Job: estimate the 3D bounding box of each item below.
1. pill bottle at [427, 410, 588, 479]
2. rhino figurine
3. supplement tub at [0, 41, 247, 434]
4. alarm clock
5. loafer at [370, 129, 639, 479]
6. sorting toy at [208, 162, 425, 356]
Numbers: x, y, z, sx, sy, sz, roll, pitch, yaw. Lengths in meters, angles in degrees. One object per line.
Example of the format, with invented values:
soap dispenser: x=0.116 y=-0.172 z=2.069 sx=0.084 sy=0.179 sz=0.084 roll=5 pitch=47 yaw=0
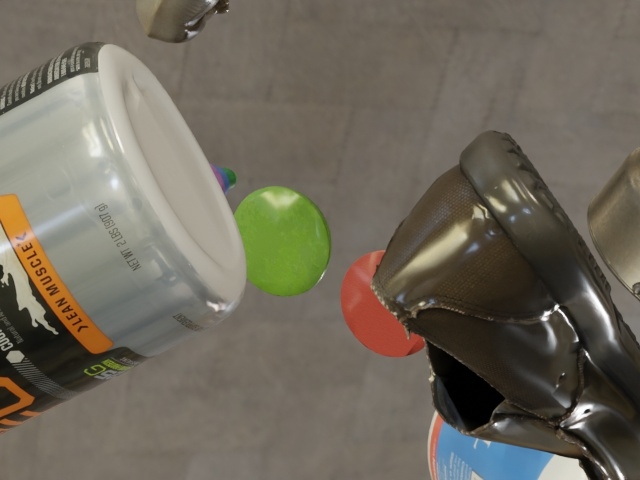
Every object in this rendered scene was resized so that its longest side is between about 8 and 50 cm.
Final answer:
pill bottle: x=0.152 y=0.140 z=0.865 sx=0.124 sy=0.221 sz=0.124 roll=-4 pitch=102 yaw=-19
rhino figurine: x=-0.110 y=-0.268 z=1.463 sx=0.106 sy=0.073 sz=0.243 roll=-45 pitch=172 yaw=-33
supplement tub: x=-0.222 y=0.026 z=1.002 sx=0.316 sy=0.193 sz=0.193 roll=-27 pitch=130 yaw=10
alarm clock: x=0.230 y=-0.014 z=0.984 sx=0.129 sy=0.192 sz=0.064 roll=23 pitch=122 yaw=-16
loafer: x=0.076 y=0.041 z=0.607 sx=0.078 sy=0.080 sz=0.220 roll=-31 pitch=138 yaw=6
sorting toy: x=0.000 y=0.000 z=1.833 sx=0.126 sy=0.365 sz=0.127 roll=-26 pitch=140 yaw=-59
